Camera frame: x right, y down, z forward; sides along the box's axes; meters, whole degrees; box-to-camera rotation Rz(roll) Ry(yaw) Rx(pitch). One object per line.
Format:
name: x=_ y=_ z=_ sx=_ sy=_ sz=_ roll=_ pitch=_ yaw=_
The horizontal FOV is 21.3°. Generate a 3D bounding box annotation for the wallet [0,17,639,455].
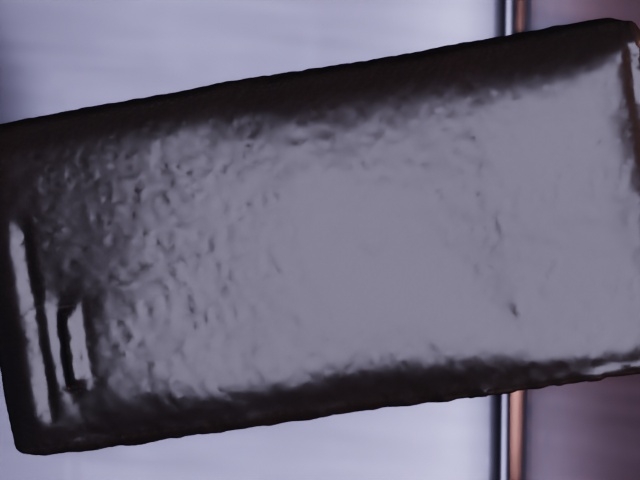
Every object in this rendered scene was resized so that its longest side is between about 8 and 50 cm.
wallet: x=0.000 y=0.000 z=0.598 sx=0.244 sy=0.025 sz=0.124 roll=-9 pitch=88 yaw=7
